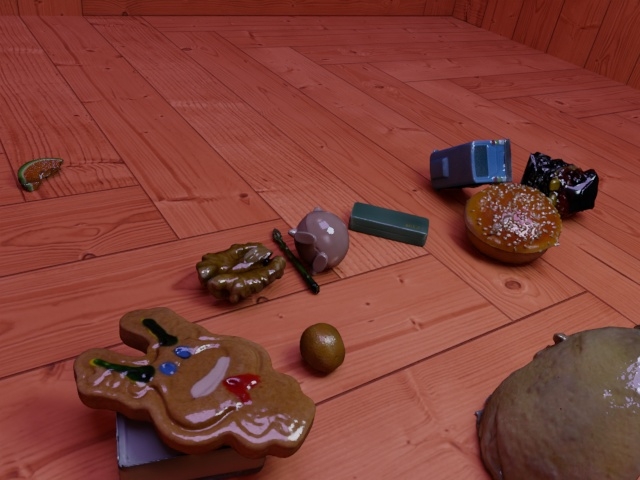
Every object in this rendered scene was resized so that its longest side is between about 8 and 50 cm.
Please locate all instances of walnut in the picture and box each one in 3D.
[{"bbox_3d":[-0.150,0.063,1.091,0.170,0.069,0.143,-22,43,-41],"label":"walnut"}]

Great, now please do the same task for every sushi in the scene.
[{"bbox_3d":[0.651,-0.138,1.526,0.172,0.153,0.150,14,7,-31],"label":"sushi"}]

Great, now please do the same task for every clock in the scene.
[{"bbox_3d":[-0.180,0.254,0.792,0.192,0.071,0.147,-3,36,-19],"label":"clock"}]

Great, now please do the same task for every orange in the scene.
[{"bbox_3d":[0.005,0.178,0.954,0.085,0.085,0.085,7,33,-5],"label":"orange"}]

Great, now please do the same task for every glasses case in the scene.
[{"bbox_3d":[0.161,-0.039,1.350,0.184,0.039,0.077,14,33,6],"label":"glasses case"}]

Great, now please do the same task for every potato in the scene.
[{"bbox_3d":[0.345,0.238,0.793,0.211,0.264,0.189,34,31,23],"label":"potato"}]

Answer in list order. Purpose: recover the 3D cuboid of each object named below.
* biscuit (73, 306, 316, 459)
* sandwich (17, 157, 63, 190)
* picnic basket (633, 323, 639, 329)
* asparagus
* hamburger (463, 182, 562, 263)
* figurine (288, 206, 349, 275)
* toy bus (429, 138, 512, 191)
[{"bbox_3d":[-0.166,0.191,0.784,0.334,0.047,0.202,20,34,16],"label":"biscuit"},{"bbox_3d":[-0.653,-0.159,1.330,0.067,0.029,0.135,21,33,7],"label":"sandwich"},{"bbox_3d":[0.591,0.214,1.012,0.179,0.137,0.128,-28,41,11],"label":"picnic basket"},{"bbox_3d":[-0.057,0.036,1.197,0.023,0.022,0.233,21,21,-40],"label":"asparagus"},{"bbox_3d":[0.441,-0.042,1.332,0.237,0.147,0.236,4,35,-3],"label":"hamburger"},{"bbox_3d":[0.000,0.000,1.184,0.125,0.125,0.138,15,23,8],"label":"figurine"},{"bbox_3d":[0.380,-0.193,1.486,0.134,0.116,0.234,-6,2,-17],"label":"toy bus"}]
